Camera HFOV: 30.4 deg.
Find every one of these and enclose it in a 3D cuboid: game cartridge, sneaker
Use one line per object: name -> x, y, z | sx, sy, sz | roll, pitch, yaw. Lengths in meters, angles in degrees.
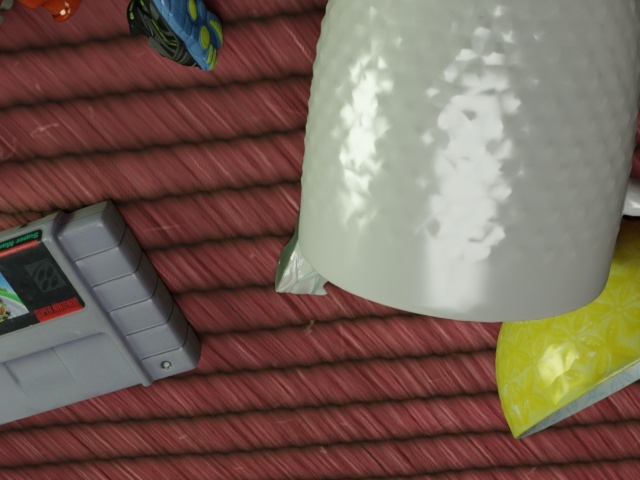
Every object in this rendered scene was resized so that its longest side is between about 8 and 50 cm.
game cartridge -> -0.342, 0.099, 1.326 | 0.355, 0.068, 0.230 | -18, 126, 16
sneaker -> -0.141, -0.203, 1.045 | 0.078, 0.067, 0.188 | 6, 165, 10
sneaker -> 0.000, 0.000, 1.234 | 0.061, 0.054, 0.152 | 13, 133, -12

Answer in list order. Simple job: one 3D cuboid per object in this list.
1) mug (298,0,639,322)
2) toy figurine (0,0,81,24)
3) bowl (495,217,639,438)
mug -> 0.177, -0.131, 0.980 | 0.374, 0.276, 0.328 | 8, 113, 7
toy figurine -> -0.300, -0.236, 0.988 | 0.148, 0.210, 0.213 | 34, 122, -31
bowl -> 0.280, 0.059, 1.165 | 0.289, 0.289, 0.156 | -37, 73, 26
